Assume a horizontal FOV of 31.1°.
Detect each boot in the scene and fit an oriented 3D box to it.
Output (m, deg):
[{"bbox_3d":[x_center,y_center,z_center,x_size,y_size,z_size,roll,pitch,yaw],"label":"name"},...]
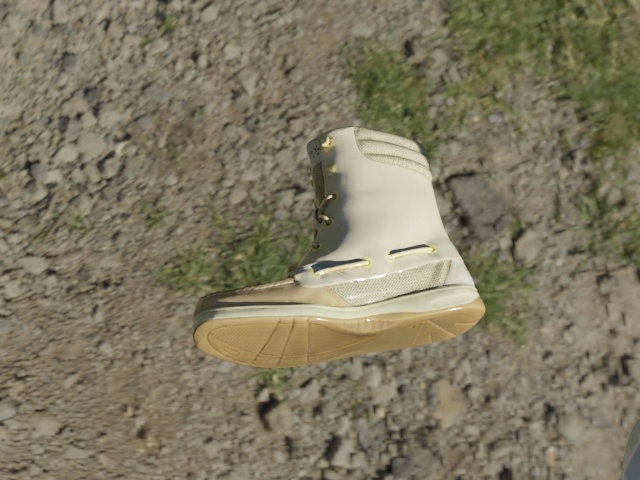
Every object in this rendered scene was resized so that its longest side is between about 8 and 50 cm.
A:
[{"bbox_3d":[0.000,0.000,1.030,0.262,0.095,0.203,-6,62,-16],"label":"boot"}]

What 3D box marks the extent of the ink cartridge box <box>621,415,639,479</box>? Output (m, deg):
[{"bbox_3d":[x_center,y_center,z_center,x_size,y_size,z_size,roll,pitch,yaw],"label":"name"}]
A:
[{"bbox_3d":[0.290,0.191,0.486,0.308,0.129,0.223,20,51,-2],"label":"ink cartridge box"}]
